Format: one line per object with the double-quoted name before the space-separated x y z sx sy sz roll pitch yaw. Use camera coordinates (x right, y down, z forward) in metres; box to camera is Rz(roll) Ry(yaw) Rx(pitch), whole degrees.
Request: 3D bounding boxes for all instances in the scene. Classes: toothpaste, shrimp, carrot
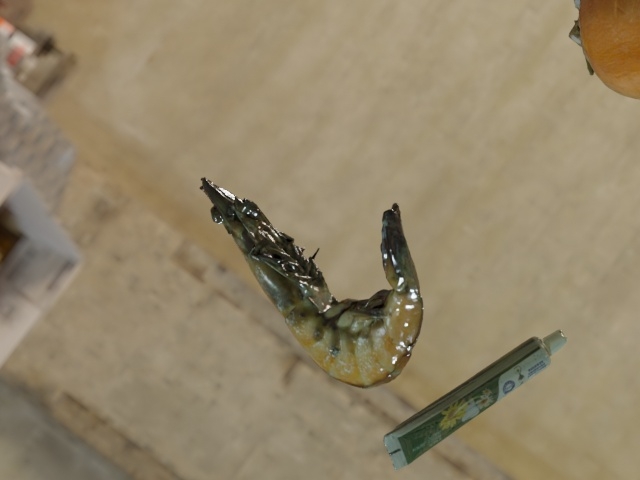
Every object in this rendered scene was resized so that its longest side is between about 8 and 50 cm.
"toothpaste" 0.146 0.142 1.612 0.204 0.031 0.049 -33 130 -13
"shrimp" 0.000 0.000 1.513 0.051 0.262 0.198 -24 158 -42
"carrot" 0.412 -0.268 2.054 0.193 0.214 0.331 -1 175 -37
